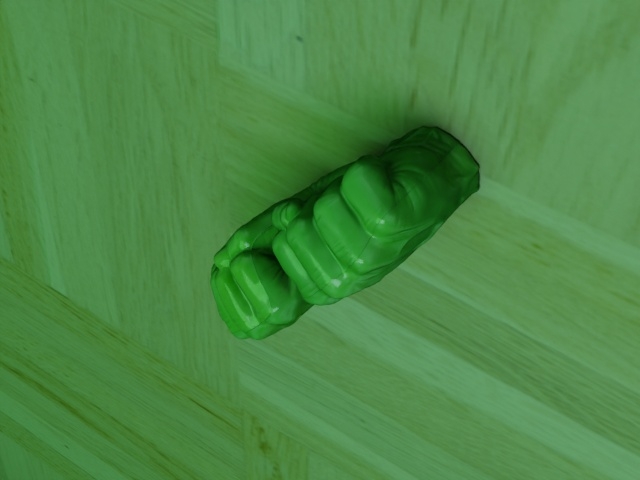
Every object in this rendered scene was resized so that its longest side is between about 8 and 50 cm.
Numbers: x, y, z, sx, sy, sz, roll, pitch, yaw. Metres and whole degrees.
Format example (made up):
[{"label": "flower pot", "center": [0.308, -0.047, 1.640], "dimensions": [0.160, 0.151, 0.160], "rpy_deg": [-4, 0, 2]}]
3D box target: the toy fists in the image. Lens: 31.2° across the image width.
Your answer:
[{"label": "toy fists", "center": [0.000, 0.000, 0.925], "dimensions": [0.096, 0.142, 0.279], "rpy_deg": [52, 144, -7]}]
